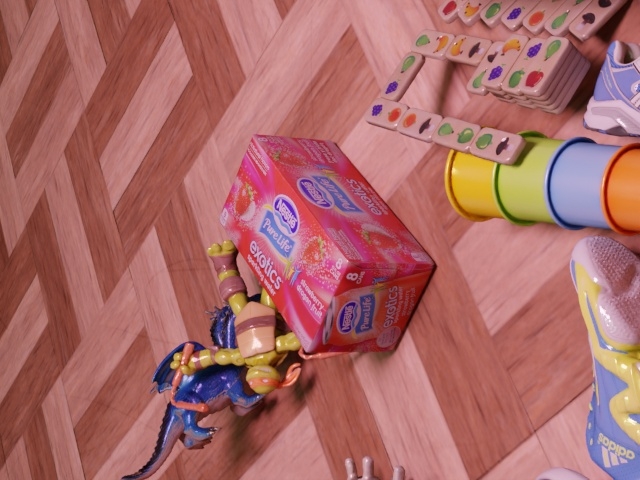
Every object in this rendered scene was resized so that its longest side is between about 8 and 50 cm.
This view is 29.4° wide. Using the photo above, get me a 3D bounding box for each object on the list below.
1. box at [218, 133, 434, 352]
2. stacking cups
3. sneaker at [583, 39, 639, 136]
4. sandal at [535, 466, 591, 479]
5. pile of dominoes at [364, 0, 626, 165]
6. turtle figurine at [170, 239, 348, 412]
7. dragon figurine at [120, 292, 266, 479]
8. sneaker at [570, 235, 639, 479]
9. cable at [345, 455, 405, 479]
[{"bbox_3d":[0.000,0.000,1.389,0.257,0.123,0.128,54,130,43],"label":"box"},{"bbox_3d":[0.243,-0.040,1.061,0.316,0.096,0.096,16,101,54],"label":"stacking cups"},{"bbox_3d":[0.296,-0.117,0.994,0.211,0.080,0.081,21,107,54],"label":"sneaker"},{"bbox_3d":[0.262,0.349,0.944,0.416,0.102,0.169,56,164,40],"label":"sandal"},{"bbox_3d":[0.153,-0.181,1.170,0.251,0.040,0.196,25,81,54],"label":"pile of dominoes"},{"bbox_3d":[-0.064,0.099,1.499,0.270,0.087,0.217,-19,60,23],"label":"turtle figurine"},{"bbox_3d":[-0.167,0.185,1.561,0.144,0.289,0.085,51,161,9],"label":"dragon figurine"},{"bbox_3d":[0.252,0.119,1.038,0.126,0.091,0.240,-50,50,43],"label":"sneaker"},{"bbox_3d":[0.062,0.374,1.322,0.139,0.072,0.287,-7,82,61],"label":"cable"}]
